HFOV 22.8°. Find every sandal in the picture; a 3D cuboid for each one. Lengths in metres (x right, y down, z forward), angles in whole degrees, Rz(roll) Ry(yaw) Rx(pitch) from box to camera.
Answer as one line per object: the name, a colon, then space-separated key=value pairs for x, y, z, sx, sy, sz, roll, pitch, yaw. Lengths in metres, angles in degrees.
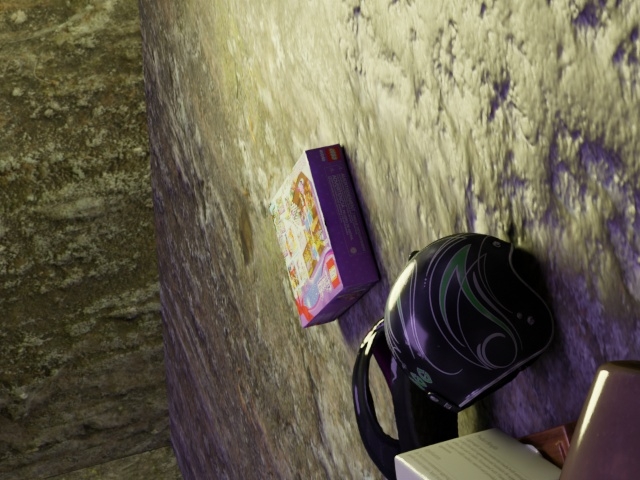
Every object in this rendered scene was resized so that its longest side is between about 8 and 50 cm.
sandal: x=0.097 y=0.213 z=1.875 sx=0.167 sy=0.107 sz=0.446 roll=-57 pitch=-31 yaw=-52

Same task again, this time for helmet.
helmet: x=0.147 y=0.077 z=1.633 sx=0.161 sy=0.169 sz=0.169 roll=56 pitch=161 yaw=11

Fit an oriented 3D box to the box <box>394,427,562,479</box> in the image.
box: x=0.167 y=0.296 z=1.516 sx=0.181 sy=0.119 sz=0.182 roll=-152 pitch=50 yaw=-71

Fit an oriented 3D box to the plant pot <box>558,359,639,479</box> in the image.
plant pot: x=0.269 y=0.210 z=1.166 sx=0.263 sy=0.263 sz=0.229 roll=-169 pitch=84 yaw=-74

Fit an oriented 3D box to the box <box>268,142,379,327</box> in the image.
box: x=0.000 y=0.000 z=2.281 sx=0.293 sy=0.057 sz=0.201 roll=131 pitch=125 yaw=-72

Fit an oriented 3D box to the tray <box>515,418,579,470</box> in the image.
tray: x=0.236 y=0.301 z=1.642 sx=0.411 sy=0.076 sz=0.203 roll=135 pitch=120 yaw=-72
